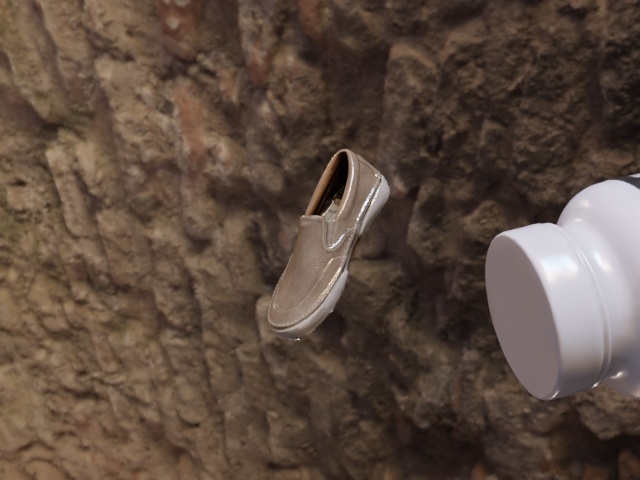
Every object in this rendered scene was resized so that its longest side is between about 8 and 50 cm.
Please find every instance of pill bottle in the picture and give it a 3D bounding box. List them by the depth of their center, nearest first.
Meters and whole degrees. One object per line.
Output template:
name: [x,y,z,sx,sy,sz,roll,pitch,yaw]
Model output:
pill bottle: [0.323,0.026,0.663,0.188,0.333,0.188,167,-90,-82]

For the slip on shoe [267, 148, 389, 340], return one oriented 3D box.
slip on shoe: [0.000,0.000,0.505,0.051,0.135,0.041,7,-34,47]
